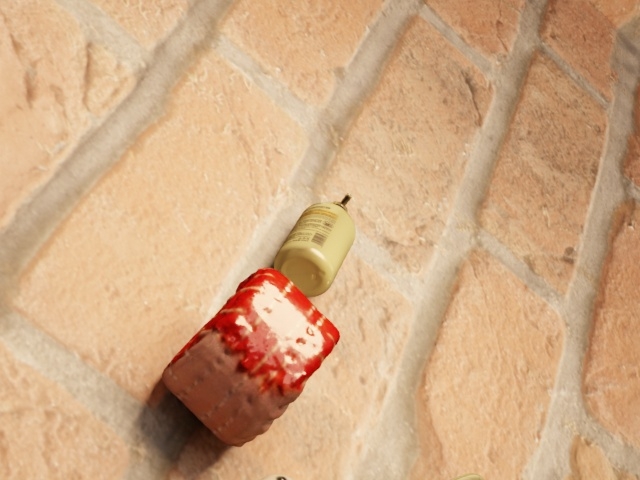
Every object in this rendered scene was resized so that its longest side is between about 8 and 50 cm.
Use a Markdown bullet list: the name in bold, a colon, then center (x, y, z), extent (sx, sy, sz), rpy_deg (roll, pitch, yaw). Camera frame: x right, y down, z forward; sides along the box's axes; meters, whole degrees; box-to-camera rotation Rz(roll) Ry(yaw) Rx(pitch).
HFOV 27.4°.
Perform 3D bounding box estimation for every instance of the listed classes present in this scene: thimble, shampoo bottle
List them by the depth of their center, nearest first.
- **thimble**: center (-0.074, 0.126, 1.429), extent (0.125, 0.163, 0.189), rpy_deg (44, 36, -3)
- **shampoo bottle**: center (0.000, 0.000, 1.690), extent (0.079, 0.079, 0.162), rpy_deg (42, 36, -9)

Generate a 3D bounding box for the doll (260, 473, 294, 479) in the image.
- **doll**: center (-0.080, 0.309, 1.323), extent (0.117, 0.086, 0.291), rpy_deg (32, 26, 29)

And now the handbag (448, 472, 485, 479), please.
- **handbag**: center (0.146, 0.392, 1.489), extent (0.256, 0.079, 0.219), rpy_deg (-11, 70, -48)
